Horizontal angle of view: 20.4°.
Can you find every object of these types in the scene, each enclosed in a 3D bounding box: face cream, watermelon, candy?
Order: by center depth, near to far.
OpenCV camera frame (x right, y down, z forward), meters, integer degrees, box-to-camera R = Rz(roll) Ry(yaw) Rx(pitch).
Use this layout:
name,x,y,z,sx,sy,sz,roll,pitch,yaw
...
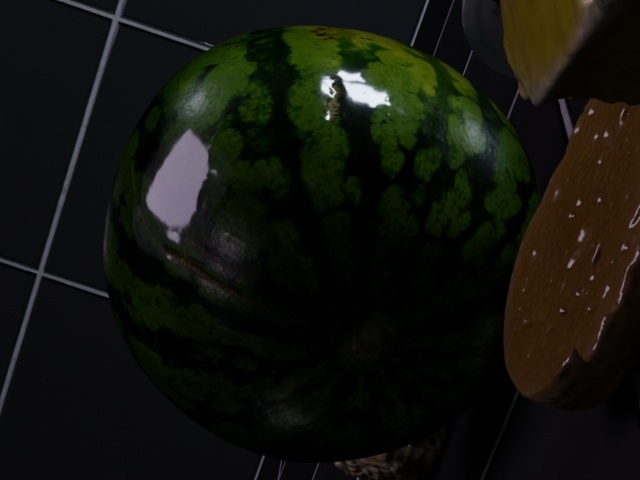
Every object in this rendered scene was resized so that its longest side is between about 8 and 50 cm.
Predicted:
name,x,y,z,sx,sy,sz,roll,pitch,yaw
watermelon,0.000,0.000,1.140,0.285,0.285,0.285,-161,90,-87
face cream,0.154,-0.193,1.335,0.214,0.096,0.095,-78,7,-69
candy,0.057,0.136,1.344,0.110,0.085,0.095,159,122,-72

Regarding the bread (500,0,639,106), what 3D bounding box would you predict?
name,x,y,z,sx,sy,sz,roll,pitch,yaw
bread,0.135,-0.110,0.454,0.197,0.171,0.197,-163,90,-86

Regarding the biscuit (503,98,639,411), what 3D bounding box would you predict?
name,x,y,z,sx,sy,sz,roll,pitch,yaw
biscuit,0.142,0.005,0.829,0.170,0.050,0.170,-161,90,-79

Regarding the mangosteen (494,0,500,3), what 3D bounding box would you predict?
name,x,y,z,sx,sy,sz,roll,pitch,yaw
mangosteen,0.106,-0.235,0.881,0.235,0.261,0.235,-164,90,-87
